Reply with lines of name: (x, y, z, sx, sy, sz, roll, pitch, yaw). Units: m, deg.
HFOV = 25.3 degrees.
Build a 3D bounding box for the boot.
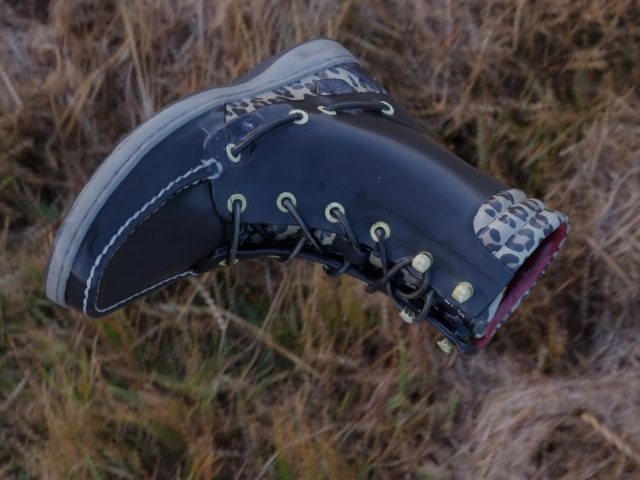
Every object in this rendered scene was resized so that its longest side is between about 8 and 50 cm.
boot: (0.001, -0.002, 0.704, 0.179, 0.085, 0.236, 36, 46, 18)
